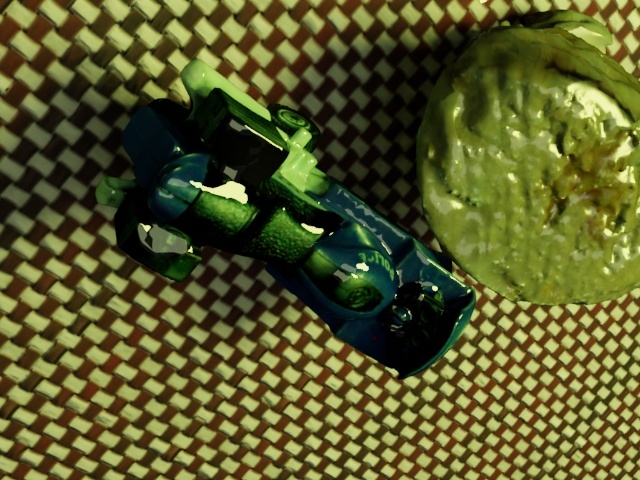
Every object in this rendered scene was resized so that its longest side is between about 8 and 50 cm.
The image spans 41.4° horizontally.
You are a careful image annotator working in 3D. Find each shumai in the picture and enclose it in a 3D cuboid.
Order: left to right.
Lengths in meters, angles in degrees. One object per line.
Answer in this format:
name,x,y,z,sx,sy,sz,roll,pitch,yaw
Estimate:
shumai,0.180,-0.079,0.696,0.255,0.218,0.189,31,120,-22

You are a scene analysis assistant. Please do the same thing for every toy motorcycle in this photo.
toy motorcycle,0.000,0.000,0.641,0.331,0.196,0.125,28,110,-37

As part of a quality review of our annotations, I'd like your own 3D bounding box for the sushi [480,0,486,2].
sushi,0.154,-0.276,0.689,0.120,0.026,0.126,-28,115,-12
